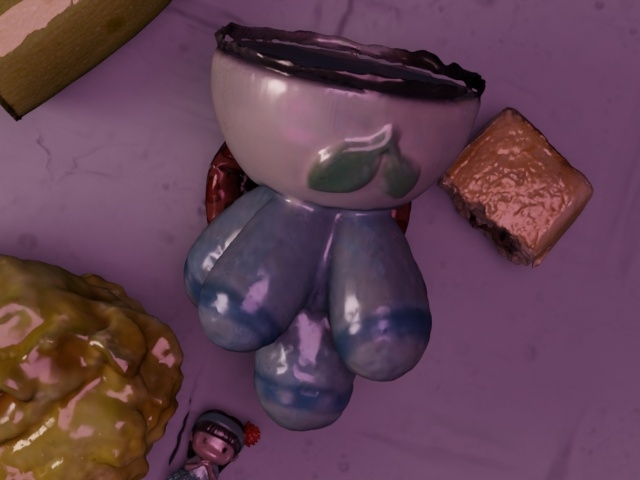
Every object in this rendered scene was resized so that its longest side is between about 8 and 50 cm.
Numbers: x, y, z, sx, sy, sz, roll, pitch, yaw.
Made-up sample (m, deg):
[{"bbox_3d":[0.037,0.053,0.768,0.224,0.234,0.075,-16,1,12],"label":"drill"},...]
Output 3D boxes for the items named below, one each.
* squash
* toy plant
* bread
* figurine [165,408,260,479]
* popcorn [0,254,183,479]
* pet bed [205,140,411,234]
[{"bbox_3d":[-0.205,-0.225,1.558,0.247,0.132,0.132,-38,98,-4],"label":"squash"},{"bbox_3d":[0.000,0.000,1.521,0.247,0.247,0.332,8,102,-9],"label":"toy plant"},{"bbox_3d":[0.178,-0.046,1.656,0.125,0.082,0.106,43,76,1],"label":"bread"},{"bbox_3d":[-0.102,0.205,1.642,0.060,0.047,0.106,28,91,-1],"label":"figurine"},{"bbox_3d":[-0.270,0.126,1.551,0.286,0.174,0.225,21,97,-9],"label":"popcorn"},{"bbox_3d":[-0.010,-0.037,1.640,0.201,0.053,0.201,0,97,-4],"label":"pet bed"}]
